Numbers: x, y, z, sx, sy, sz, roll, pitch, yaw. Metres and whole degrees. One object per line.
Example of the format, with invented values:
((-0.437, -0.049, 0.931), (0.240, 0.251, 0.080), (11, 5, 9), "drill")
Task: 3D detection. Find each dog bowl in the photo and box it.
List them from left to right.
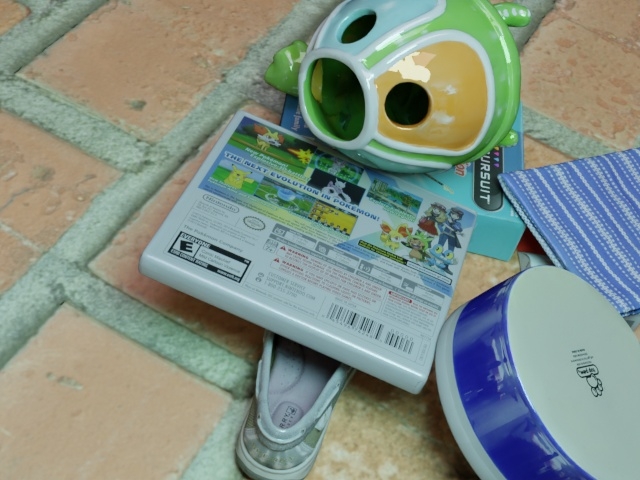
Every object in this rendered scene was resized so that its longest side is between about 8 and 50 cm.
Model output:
((0.252, 0.163, 1.150), (0.265, 0.104, 0.265), (25, 46, -30), "dog bowl")

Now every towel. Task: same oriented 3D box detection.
((0.416, -0.022, 1.426), (0.336, 0.040, 0.243), (-12, 59, -37), "towel")

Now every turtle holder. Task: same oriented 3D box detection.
((0.081, -0.213, 1.308), (0.227, 0.243, 0.320), (-21, 54, -34), "turtle holder")

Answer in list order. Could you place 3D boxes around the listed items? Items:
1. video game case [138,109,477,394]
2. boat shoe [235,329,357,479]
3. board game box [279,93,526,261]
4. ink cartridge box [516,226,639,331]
((0.000, 0.000, 1.232), (0.329, 0.036, 0.300), (23, 43, 2), "video game case")
((-0.011, 0.119, 1.195), (0.118, 0.103, 0.320), (21, 46, 3), "boat shoe")
((0.107, -0.122, 1.463), (0.336, 0.079, 0.254), (12, 47, -4), "board game box")
((0.337, 0.033, 1.408), (0.145, 0.045, 0.179), (8, 50, -9), "ink cartridge box")
